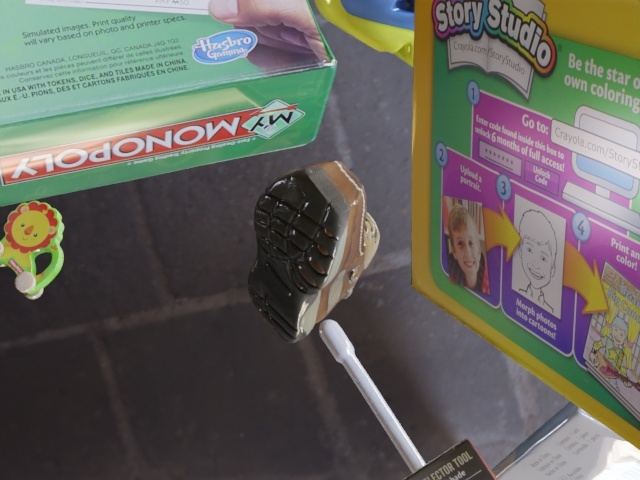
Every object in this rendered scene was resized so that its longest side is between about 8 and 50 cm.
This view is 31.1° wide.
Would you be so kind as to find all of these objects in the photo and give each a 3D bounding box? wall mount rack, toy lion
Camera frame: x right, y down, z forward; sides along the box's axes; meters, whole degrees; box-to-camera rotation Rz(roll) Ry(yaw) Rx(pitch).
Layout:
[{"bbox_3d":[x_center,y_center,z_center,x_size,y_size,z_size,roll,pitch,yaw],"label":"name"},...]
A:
[{"bbox_3d":[0.156,0.119,0.843,0.304,0.130,0.350,27,137,-6],"label":"wall mount rack"},{"bbox_3d":[-0.338,0.005,1.351,0.096,0.034,0.100,-44,67,-9],"label":"toy lion"}]

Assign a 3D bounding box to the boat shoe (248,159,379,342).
[{"bbox_3d":[0.000,0.000,1.283,0.123,0.120,0.324,53,156,14],"label":"boat shoe"}]

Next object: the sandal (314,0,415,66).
[{"bbox_3d":[0.142,-0.173,0.661,0.126,0.317,0.138,45,139,52],"label":"sandal"}]

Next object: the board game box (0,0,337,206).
[{"bbox_3d":[-0.178,-0.098,0.345,0.046,0.317,0.214,107,147,-60],"label":"board game box"}]

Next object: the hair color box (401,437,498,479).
[{"bbox_3d":[0.054,0.136,0.553,0.072,0.141,0.043,-33,73,-1],"label":"hair color box"}]

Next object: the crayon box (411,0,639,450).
[{"bbox_3d":[0.134,-0.016,0.427,0.278,0.081,0.165,-143,47,-57],"label":"crayon box"}]
